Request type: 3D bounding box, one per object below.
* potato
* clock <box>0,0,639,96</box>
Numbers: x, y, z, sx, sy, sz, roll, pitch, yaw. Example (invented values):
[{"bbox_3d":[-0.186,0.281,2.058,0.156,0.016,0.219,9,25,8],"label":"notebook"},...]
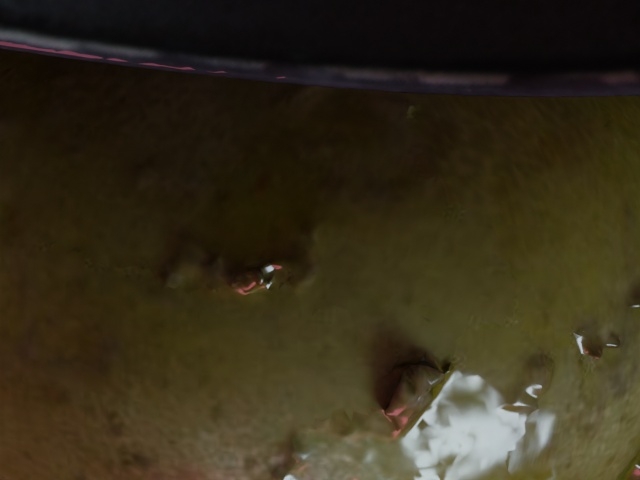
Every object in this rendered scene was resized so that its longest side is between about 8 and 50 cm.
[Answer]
[{"bbox_3d":[-0.046,0.012,0.542,0.359,0.219,0.270,5,-161,-5],"label":"potato"},{"bbox_3d":[-0.069,-0.093,0.205,0.386,0.076,0.386,9,176,1],"label":"clock"}]
